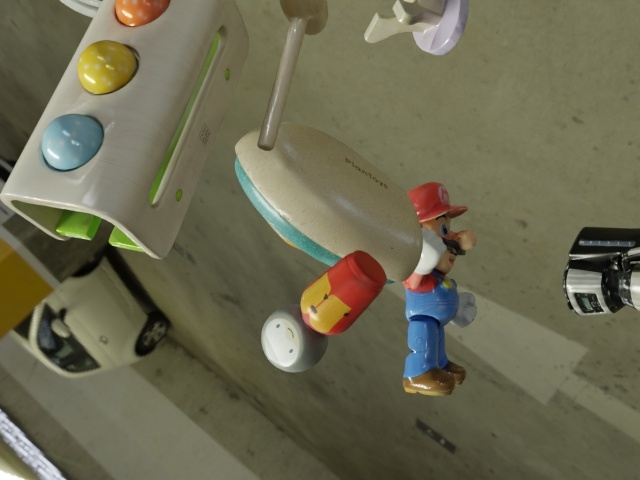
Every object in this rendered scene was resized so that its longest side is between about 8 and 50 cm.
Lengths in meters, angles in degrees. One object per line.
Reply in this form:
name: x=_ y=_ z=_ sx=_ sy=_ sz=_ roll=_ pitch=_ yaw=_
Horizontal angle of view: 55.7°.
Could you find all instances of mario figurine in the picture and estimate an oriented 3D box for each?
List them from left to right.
mario figurine: x=0.192 y=0.068 z=0.927 sx=0.198 sy=0.170 sz=0.320 roll=169 pitch=97 yaw=-78

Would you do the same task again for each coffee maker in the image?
coffee maker: x=0.441 y=0.036 z=0.807 sx=0.178 sy=0.171 sz=0.120 roll=3 pitch=113 yaw=50

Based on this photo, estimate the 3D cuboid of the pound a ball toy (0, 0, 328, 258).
pound a ball toy: x=-0.136 y=-0.149 z=0.575 sx=0.208 sy=0.319 sz=0.136 roll=10 pitch=158 yaw=18

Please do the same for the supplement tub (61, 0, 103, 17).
supplement tub: x=-0.266 y=-0.450 z=0.774 sx=0.241 sy=0.241 sz=0.331 roll=47 pitch=158 yaw=-12

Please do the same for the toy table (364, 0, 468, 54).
toy table: x=0.232 y=-0.572 z=1.465 sx=0.161 sy=0.252 sz=0.274 roll=14 pitch=-150 yaw=-24

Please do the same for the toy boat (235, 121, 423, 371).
toy boat: x=0.000 y=0.000 z=0.692 sx=0.267 sy=0.318 sz=0.148 roll=33 pitch=118 yaw=-19
